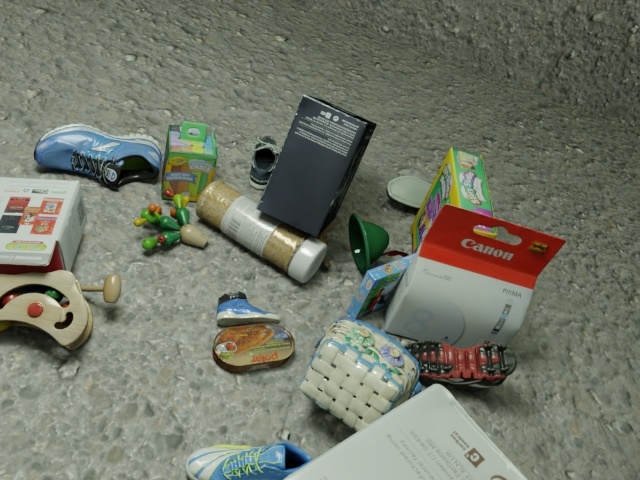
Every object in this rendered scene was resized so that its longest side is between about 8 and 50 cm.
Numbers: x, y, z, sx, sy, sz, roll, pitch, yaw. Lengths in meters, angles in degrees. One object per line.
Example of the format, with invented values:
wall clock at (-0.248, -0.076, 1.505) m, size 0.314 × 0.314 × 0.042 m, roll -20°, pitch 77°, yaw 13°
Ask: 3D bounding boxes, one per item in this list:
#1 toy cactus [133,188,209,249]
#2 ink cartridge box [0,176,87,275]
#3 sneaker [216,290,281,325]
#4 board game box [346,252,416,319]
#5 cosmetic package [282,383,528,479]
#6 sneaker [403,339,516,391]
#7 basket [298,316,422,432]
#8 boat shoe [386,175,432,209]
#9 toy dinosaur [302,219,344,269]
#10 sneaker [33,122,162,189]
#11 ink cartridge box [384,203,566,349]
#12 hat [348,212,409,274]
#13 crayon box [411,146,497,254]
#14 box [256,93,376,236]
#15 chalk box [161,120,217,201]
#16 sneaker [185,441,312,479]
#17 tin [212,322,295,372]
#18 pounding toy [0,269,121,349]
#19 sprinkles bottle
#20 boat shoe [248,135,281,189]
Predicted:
toy cactus at (-0.372, -0.044, 1.520) m, size 0.181 × 0.112 × 0.219 m, roll 27°, pitch 31°, yaw -9°
ink cartridge box at (-0.700, -0.008, 1.270) m, size 0.310 × 0.130 × 0.271 m, roll 3°, pitch 43°, yaw -8°
sneaker at (-0.170, 0.160, 1.400) m, size 0.152 × 0.058 × 0.084 m, roll 3°, pitch 52°, yaw -11°
board game box at (0.180, 0.114, 1.524) m, size 0.212 × 0.160 × 0.039 m, roll -18°, pitch 55°, yaw -37°
cosmetic package at (0.110, 0.500, 0.886) m, size 0.327 × 0.393 × 0.329 m, roll -19°, pitch 55°, yaw -37°
sneaker at (0.325, 0.308, 1.425) m, size 0.276 × 0.135 × 0.097 m, roll 0°, pitch 52°, yaw 11°
basket at (0.098, 0.289, 1.287) m, size 0.255 × 0.201 × 0.289 m, roll 31°, pitch 7°, yaw 11°
boat shoe at (0.344, -0.139, 1.935) m, size 0.303 × 0.091 × 0.114 m, roll 8°, pitch 69°, yaw -18°
toy dinosaur at (0.000, 0.000, 1.665) m, size 0.112 × 0.064 × 0.211 m, roll 33°, pitch 41°, yaw -24°
sneaker at (-0.590, -0.222, 1.587) m, size 0.330 × 0.129 × 0.147 m, roll -1°, pitch 43°, yaw -25°
ink cartridge box at (0.364, 0.116, 1.426) m, size 0.308 × 0.385 × 0.091 m, roll 16°, pitch 42°, yaw -6°
hat at (0.186, -0.004, 1.623) m, size 0.184 × 0.172 × 0.208 m, roll -10°, pitch 6°, yaw -10°
crayon box at (0.359, -0.030, 1.642) m, size 0.106 × 0.313 × 0.363 m, roll 16°, pitch 41°, yaw -7°
box at (0.002, -0.208, 1.600) m, size 0.179 × 0.312 × 0.343 m, roll 26°, pitch 14°, yaw 4°
chalk box at (-0.361, -0.228, 1.626) m, size 0.132 × 0.213 × 0.132 m, roll 5°, pitch 43°, yaw -19°
sneaker at (-0.124, 0.407, 1.094) m, size 0.240 × 0.126 × 0.091 m, roll 10°, pitch 41°, yaw -14°
tin at (-0.151, 0.243, 1.335) m, size 0.190 × 0.040 × 0.106 m, roll -2°, pitch 42°, yaw -25°
pounding toy at (-0.556, 0.154, 1.232) m, size 0.270 × 0.155 × 0.154 m, roll -3°, pitch 74°, yaw -13°
sprinkles bottle at (-0.158, -0.027, 1.562) m, size 0.355 × 0.121 × 0.121 m, roll 32°, pitch 41°, yaw 12°
boat shoe at (-0.174, -0.263, 1.849) m, size 0.095 × 0.079 × 0.254 m, roll 18°, pitch 40°, yaw -4°
